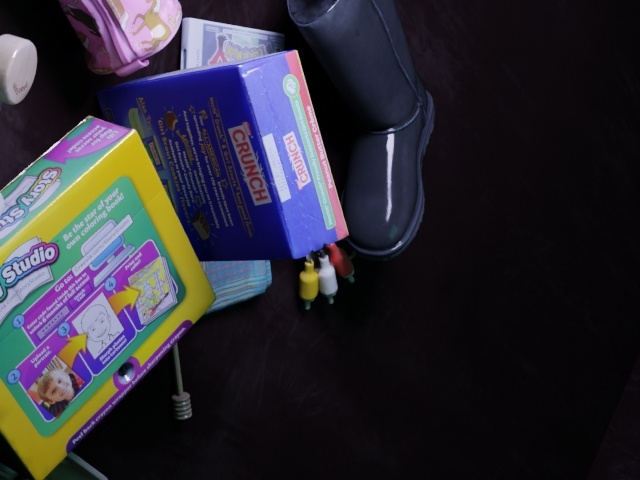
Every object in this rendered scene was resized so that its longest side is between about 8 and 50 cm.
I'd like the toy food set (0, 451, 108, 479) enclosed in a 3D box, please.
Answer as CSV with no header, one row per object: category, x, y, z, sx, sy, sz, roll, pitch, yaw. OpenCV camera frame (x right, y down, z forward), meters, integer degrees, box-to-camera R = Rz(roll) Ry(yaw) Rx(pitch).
toy food set,-0.449,0.424,1.733,0.306,0.092,0.220,-58,138,-17

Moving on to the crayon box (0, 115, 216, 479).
crayon box,-0.332,0.075,1.577,0.363,0.106,0.313,-47,134,-28

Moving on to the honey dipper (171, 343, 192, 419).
honey dipper,-0.231,0.211,1.966,0.030,0.030,0.161,-25,118,-42

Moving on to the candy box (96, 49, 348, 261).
candy box,-0.141,-0.109,1.695,0.122,0.317,0.268,-27,108,-41

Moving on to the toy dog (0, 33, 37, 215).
toy dog,-0.465,-0.110,1.474,0.334,0.220,0.161,-50,160,-18

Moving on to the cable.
cable,0.000,0.000,2.088,0.139,0.072,0.287,-33,144,-12

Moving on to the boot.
boot,0.064,-0.230,1.974,0.445,0.146,0.367,64,30,-55

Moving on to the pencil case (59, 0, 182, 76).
pencil case,-0.318,-0.393,1.558,0.167,0.160,0.386,-54,137,-24

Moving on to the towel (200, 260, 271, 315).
towel,-0.217,0.005,1.903,0.370,0.040,0.271,-20,117,-44

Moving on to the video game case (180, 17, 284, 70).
video game case,-0.136,-0.241,1.898,0.201,0.023,0.183,0,94,-47
